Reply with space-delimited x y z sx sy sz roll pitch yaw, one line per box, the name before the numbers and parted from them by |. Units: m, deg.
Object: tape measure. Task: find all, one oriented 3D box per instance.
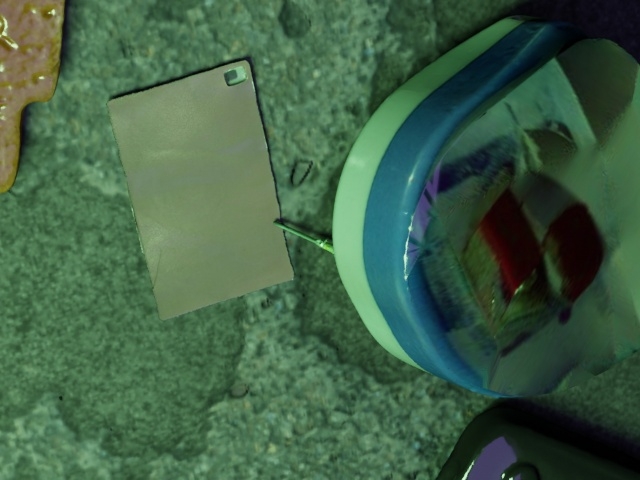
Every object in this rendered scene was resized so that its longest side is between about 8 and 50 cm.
tape measure | 0.144 -0.012 1.445 0.262 0.138 0.259 -34 115 -12

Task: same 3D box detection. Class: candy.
candy | 0.000 0.000 1.478 0.083 0.023 0.025 26 106 -19

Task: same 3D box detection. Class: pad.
pad | -0.089 -0.036 1.441 0.113 0.006 0.188 -18 116 -13

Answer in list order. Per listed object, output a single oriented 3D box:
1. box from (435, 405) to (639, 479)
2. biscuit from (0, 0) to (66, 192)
box | 0.188 0.308 1.628 0.289 0.073 0.290 24 100 -25
biscuit | -0.295 -0.112 1.321 0.306 0.043 0.284 -40 116 -4
